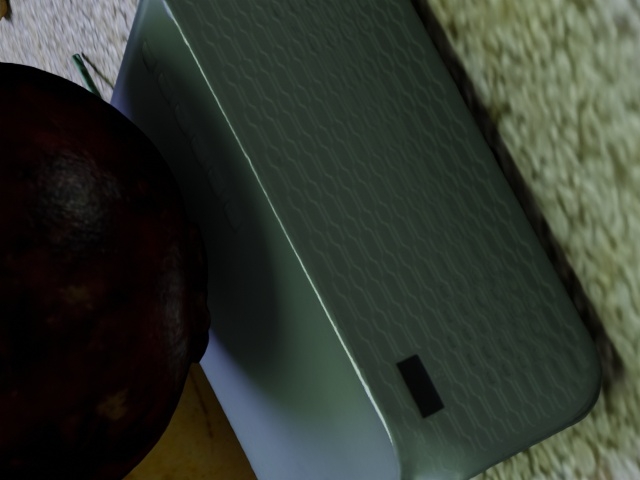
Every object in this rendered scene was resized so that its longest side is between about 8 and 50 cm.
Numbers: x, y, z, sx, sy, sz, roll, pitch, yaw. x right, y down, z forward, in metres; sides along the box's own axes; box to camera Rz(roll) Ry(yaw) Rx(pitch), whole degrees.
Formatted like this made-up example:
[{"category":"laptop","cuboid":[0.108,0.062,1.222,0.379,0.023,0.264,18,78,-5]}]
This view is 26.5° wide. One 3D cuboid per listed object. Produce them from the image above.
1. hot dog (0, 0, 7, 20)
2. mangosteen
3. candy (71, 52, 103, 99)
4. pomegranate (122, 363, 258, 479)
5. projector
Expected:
[{"category":"hot dog","cuboid":[-0.316,-0.243,1.200,0.133,0.041,0.056,68,158,-1]},{"category":"mangosteen","cuboid":[-0.146,0.023,0.566,0.210,0.210,0.210,49,152,38]},{"category":"candy","cuboid":[-0.154,-0.089,0.981,0.185,0.055,0.049,-124,31,-47]},{"category":"pomegranate","cuboid":[-0.114,0.131,0.804,0.264,0.264,0.264,49,152,38]},{"category":"projector","cuboid":[0.000,0.000,0.622,0.250,0.108,0.198,62,157,11]}]
